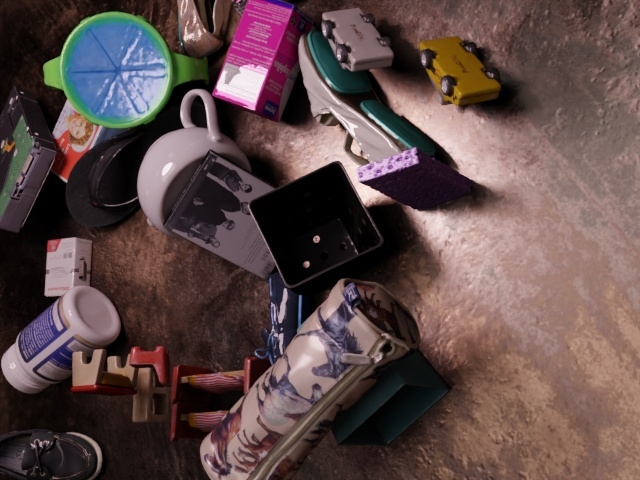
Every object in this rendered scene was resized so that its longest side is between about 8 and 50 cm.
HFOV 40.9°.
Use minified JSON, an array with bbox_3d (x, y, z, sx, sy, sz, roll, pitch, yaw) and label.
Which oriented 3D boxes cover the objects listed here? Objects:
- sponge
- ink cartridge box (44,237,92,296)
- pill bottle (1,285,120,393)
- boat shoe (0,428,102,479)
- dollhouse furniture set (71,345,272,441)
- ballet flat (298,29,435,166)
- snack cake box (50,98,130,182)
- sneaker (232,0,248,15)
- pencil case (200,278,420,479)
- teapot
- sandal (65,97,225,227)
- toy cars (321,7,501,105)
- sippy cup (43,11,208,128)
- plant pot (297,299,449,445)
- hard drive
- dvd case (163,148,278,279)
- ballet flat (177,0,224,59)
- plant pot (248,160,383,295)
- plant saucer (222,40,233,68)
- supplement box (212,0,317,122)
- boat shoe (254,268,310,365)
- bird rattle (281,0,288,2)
[{"bbox_3d":[0.167,-0.103,1.489,0.117,0.210,0.031,-18,69,31],"label":"sponge"},{"bbox_3d":[-0.598,0.066,2.034,0.099,0.056,0.135,-5,79,32],"label":"ink cartridge box"},{"bbox_3d":[-0.593,0.231,1.948,0.264,0.153,0.153,-37,65,22],"label":"pill bottle"},{"bbox_3d":[-0.652,0.496,1.965,0.340,0.113,0.127,3,84,33],"label":"boat shoe"},{"bbox_3d":[-0.255,0.292,1.597,0.201,0.374,0.152,-11,72,32],"label":"dollhouse furniture set"},{"bbox_3d":[0.059,-0.239,1.639,0.139,0.139,0.400,-47,62,17],"label":"ballet flat"},{"bbox_3d":[-0.542,-0.262,2.033,0.152,0.089,0.264,33,100,30],"label":"snack cake box"},{"bbox_3d":[-0.185,-0.550,1.861,0.063,0.074,0.170,-34,66,23],"label":"sneaker"},{"bbox_3d":[-0.021,0.249,1.379,0.160,0.183,0.410,38,104,-9],"label":"pencil case"},{"bbox_3d":[-0.275,-0.141,1.762,0.256,0.252,0.187,-38,52,-8],"label":"teapot"},{"bbox_3d":[-0.411,-0.163,1.881,0.445,0.107,0.167,-32,108,24],"label":"sandal"},{"bbox_3d":[0.156,-0.322,1.574,0.393,0.176,0.087,23,137,23],"label":"toy cars"},{"bbox_3d":[-0.408,-0.356,1.826,0.305,0.224,0.240,33,98,-4],"label":"sippy cup"},{"bbox_3d":[0.074,0.220,1.530,0.165,0.165,0.234,-45,56,18],"label":"plant pot"},{"bbox_3d":[-0.741,-0.203,2.094,0.237,0.064,0.339,-59,38,18],"label":"hard drive"},{"bbox_3d":[-0.161,-0.047,1.689,0.179,0.238,0.029,-56,23,13],"label":"dvd case"},{"bbox_3d":[-0.270,-0.559,1.909,0.106,0.107,0.316,-14,85,26],"label":"ballet flat"},{"bbox_3d":[0.000,0.000,1.581,0.187,0.167,0.188,-26,66,-3],"label":"plant pot"},{"bbox_3d":[-0.134,-0.374,1.824,0.200,0.037,0.200,-5,80,31],"label":"plant saucer"},{"bbox_3d":[-0.111,-0.364,1.719,0.114,0.111,0.220,24,95,24],"label":"supplement box"},{"bbox_3d":[-0.070,0.186,1.663,0.089,0.109,0.258,-1,67,15],"label":"boat shoe"},{"bbox_3d":[-0.099,-0.600,1.792,0.253,0.143,0.207,-27,93,-12],"label":"bird rattle"}]
